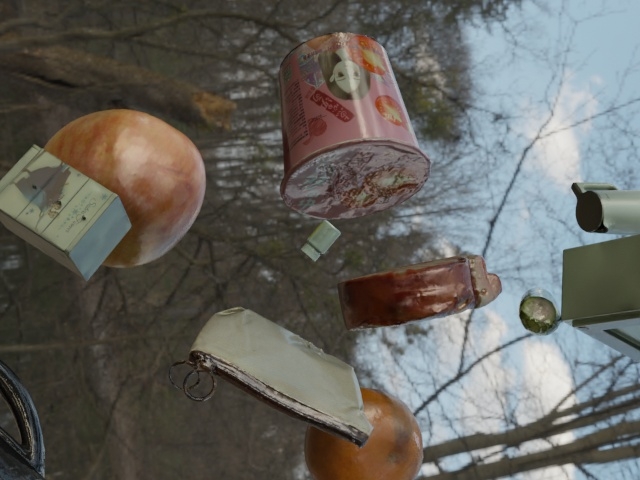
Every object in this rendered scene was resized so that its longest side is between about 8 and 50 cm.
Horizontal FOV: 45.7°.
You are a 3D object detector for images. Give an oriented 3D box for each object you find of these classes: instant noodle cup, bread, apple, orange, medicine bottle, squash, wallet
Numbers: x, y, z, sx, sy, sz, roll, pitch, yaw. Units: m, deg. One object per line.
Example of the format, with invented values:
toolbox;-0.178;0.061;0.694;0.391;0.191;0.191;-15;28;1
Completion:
instant noodle cup;0.039;-0.187;1.243;0.243;0.243;0.231;107;-24;-61
bread;0.189;0.108;1.574;0.295;0.328;0.114;-11;-91;39
apple;-0.485;-0.122;1.837;0.391;0.392;0.346;99;6;-51
orange;0.079;0.392;1.451;0.171;0.240;0.239;-168;-110;-64
medicine bottle;0.000;0.000;1.600;0.047;0.083;0.047;42;0;0
squash;0.379;0.122;1.321;0.239;0.069;0.069;-15;98;-75
wallet;-0.068;0.218;1.263;0.068;0.336;0.275;-62;-173;19

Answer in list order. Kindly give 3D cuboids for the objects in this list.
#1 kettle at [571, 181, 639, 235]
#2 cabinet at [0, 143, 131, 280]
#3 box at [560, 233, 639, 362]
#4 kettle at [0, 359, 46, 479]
kettle;0.612;-0.070;1.572;0.098;0.148;0.126;145;-56;-69
cabinet;-0.503;-0.055;1.464;0.145;0.206;0.150;-55;170;-20
box;0.501;0.086;1.072;0.225;0.225;0.117;-17;-124;47
kettle;-0.486;0.265;0.949;0.290;0.268;0.207;39;-34;19
